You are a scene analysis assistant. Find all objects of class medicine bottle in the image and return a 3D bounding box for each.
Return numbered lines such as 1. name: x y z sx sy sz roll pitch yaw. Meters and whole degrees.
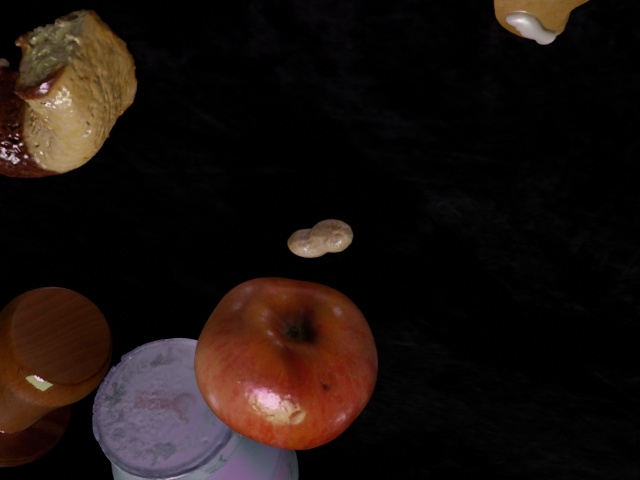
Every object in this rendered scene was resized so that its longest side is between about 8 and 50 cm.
1. medicine bottle: -0.173 0.282 1.442 0.245 0.245 0.290 2 149 14

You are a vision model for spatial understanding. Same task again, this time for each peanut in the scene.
1. peanut: 0.000 0.000 1.107 0.083 0.037 0.037 -20 139 38

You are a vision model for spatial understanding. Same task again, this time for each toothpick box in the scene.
1. toothpick box: -0.393 0.181 1.398 0.192 0.192 0.294 24 141 -23

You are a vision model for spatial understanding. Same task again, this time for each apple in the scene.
1. apple: -0.040 0.134 1.196 0.209 0.209 0.164 10 146 0

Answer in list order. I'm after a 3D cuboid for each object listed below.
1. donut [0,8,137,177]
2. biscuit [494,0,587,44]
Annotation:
1. donut: -0.255 -0.117 0.934 0.217 0.085 0.141 -14 142 33
2. biscuit: 0.188 -0.213 0.688 0.158 0.035 0.240 26 147 -31
